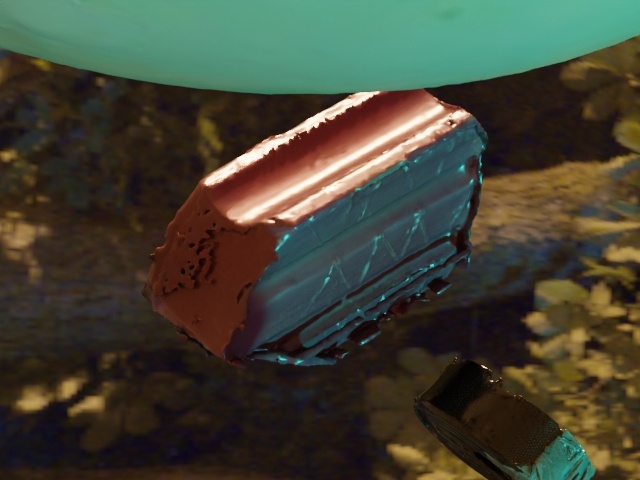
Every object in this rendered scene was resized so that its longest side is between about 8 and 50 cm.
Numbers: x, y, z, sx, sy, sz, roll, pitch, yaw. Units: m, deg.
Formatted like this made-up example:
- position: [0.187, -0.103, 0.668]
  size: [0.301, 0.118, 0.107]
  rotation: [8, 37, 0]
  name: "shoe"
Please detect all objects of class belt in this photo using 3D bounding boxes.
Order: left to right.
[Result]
- position: [0.130, 0.144, 1.293]
  size: [0.140, 0.105, 0.058]
  rotation: [34, -104, 28]
  name: "belt"

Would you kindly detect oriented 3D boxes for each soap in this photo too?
- position: [0.000, 0.000, 1.227]
  size: [0.099, 0.250, 0.162]
  rotation: [37, -42, 27]
  name: "soap"

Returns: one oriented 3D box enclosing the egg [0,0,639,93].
- position: [-0.030, -0.174, 0.410]
  size: [0.345, 0.283, 0.283]
  rotation: [25, -79, 1]
  name: "egg"
